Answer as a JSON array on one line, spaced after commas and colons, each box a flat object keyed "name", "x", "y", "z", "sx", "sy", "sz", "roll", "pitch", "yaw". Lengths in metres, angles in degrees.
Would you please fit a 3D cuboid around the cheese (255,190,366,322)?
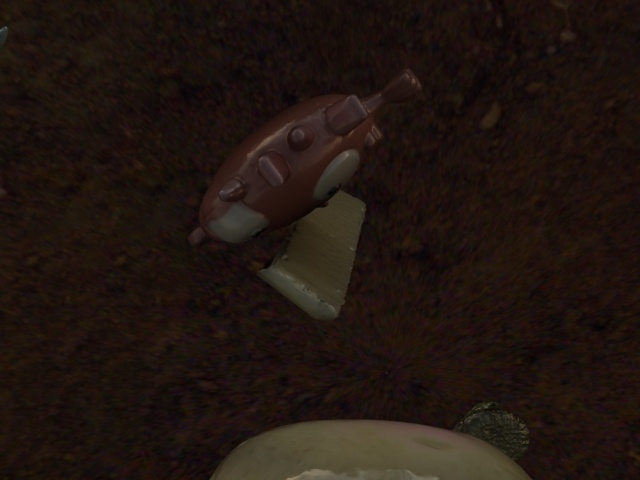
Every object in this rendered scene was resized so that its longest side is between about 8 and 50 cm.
[{"name": "cheese", "x": 0.002, "y": -0.001, "z": 1.155, "sx": 0.085, "sy": 0.400, "sz": 0.034, "roll": 30, "pitch": 107, "yaw": -1}]

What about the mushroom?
[{"name": "mushroom", "x": 0.021, "y": 0.270, "z": 0.930, "sx": 0.356, "sy": 0.315, "sz": 0.315, "roll": -29, "pitch": 81, "yaw": -36}]

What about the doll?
[{"name": "doll", "x": -0.018, "y": -0.074, "z": 1.023, "sx": 0.262, "sy": 0.211, "sz": 0.093, "roll": -34, "pitch": 84, "yaw": 1}]

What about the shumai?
[{"name": "shumai", "x": 0.240, "y": 0.280, "z": 1.628, "sx": 0.124, "sy": 0.087, "sz": 0.099, "roll": 24, "pitch": 100, "yaw": -26}]

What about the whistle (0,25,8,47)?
[{"name": "whistle", "x": -0.476, "y": -0.278, "z": 1.345, "sx": 0.269, "sy": 0.093, "sz": 0.180, "roll": -39, "pitch": 93, "yaw": 29}]
